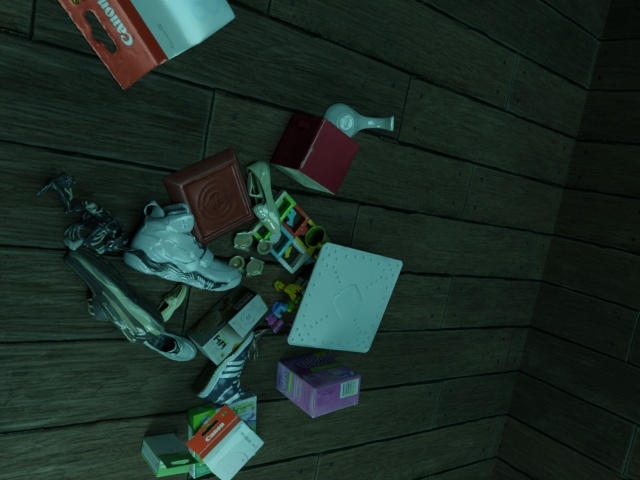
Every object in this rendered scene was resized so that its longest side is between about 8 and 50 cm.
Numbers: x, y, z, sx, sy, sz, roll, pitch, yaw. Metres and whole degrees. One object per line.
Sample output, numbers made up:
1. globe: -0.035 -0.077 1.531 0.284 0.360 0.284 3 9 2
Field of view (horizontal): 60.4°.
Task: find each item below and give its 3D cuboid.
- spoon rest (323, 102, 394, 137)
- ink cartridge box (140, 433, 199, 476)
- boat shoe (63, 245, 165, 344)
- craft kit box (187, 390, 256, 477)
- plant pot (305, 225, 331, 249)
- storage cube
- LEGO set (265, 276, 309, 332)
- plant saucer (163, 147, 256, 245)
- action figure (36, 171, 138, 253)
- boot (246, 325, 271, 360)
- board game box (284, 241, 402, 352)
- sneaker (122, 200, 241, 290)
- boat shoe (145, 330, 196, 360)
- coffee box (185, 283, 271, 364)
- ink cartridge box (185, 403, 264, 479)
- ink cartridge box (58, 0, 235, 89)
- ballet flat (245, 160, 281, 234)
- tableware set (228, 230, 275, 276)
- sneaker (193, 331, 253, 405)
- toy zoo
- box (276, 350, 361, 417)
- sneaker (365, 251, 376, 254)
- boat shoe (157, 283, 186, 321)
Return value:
1. spoon rest: 0.132 -0.430 2.016 0.276 0.084 0.138 -4 104 -23
2. ink cartridge box: -0.482 0.694 1.750 0.108 0.209 0.062 9 95 -39
3. boat shoe: -0.600 0.170 1.555 0.130 0.132 0.355 -41 109 -2
4. craft kit box: -0.347 0.686 1.957 0.249 0.060 0.247 -8 105 -36
5. plant pot: 0.000 0.000 1.987 0.079 0.083 0.083 37 79 -51
6. storage cube: -0.022 -0.292 1.854 0.214 0.183 0.193 29 86 -40
7. LEGO set: -0.136 0.203 1.976 0.227 0.093 0.087 -52 159 -20
8. plant saucer: -0.333 -0.129 1.745 0.258 0.047 0.259 -30 119 -28
9. action figure: -0.626 -0.044 1.468 0.141 0.164 0.276 -45 111 -14
10. boot: -0.222 0.370 1.975 0.106 0.037 0.114 -10 106 -22
11. board game box: 0.089 0.216 2.037 0.389 0.050 0.390 14 101 -36
12. sneaker: -0.383 0.017 1.647 0.365 0.137 0.210 17 102 -27
13. boat shoe: -0.479 0.334 1.736 0.227 0.081 0.079 37 79 -38
14. coffee box: -0.304 0.272 1.818 0.246 0.141 0.098 -43 124 -20
15. ink cartridge box: -0.324 0.705 1.898 0.189 0.066 0.232 -44 133 -16
16. ink cartridge box: -0.460 -0.642 1.476 0.385 0.091 0.308 -45 125 -21
17. ballet flat: -0.196 -0.136 1.808 0.086 0.086 0.249 -14 92 -35
18. tableware set: -0.239 0.049 1.863 0.141 0.020 0.169 11 108 -32
19. sneaker: -0.295 0.442 1.897 0.153 0.099 0.282 43 82 -32
20. toy zoo: -0.107 -0.015 1.963 0.192 0.030 0.293 -53 128 -14
21. box: -0.009 0.529 2.052 0.213 0.242 0.118 -5 105 -36
22. sneaker: 0.140 0.189 2.179 0.136 0.115 0.314 32 90 -48
23. boat shoe: -0.471 0.192 1.723 0.045 0.050 0.135 40 77 -43
